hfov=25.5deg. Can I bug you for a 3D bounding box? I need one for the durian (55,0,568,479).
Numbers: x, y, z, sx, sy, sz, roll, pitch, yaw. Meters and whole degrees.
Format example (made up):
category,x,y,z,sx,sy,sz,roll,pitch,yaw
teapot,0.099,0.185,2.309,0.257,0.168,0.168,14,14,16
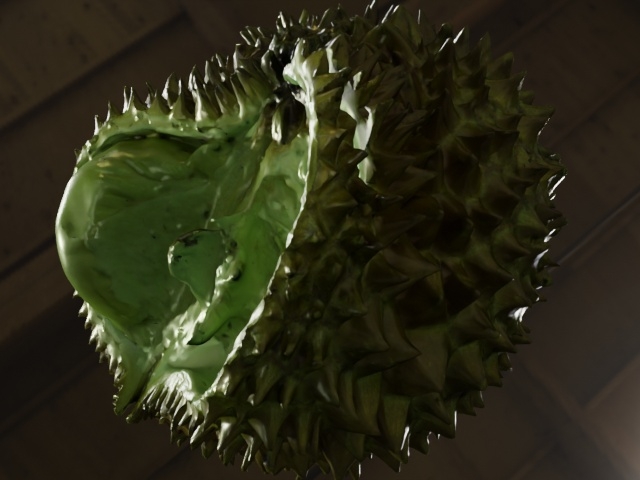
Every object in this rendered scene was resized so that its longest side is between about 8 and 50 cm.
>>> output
category,x,y,z,sx,sy,sz,roll,pitch,yaw
durian,-0.001,0.001,0.597,0.177,0.237,0.200,-9,-96,-30
